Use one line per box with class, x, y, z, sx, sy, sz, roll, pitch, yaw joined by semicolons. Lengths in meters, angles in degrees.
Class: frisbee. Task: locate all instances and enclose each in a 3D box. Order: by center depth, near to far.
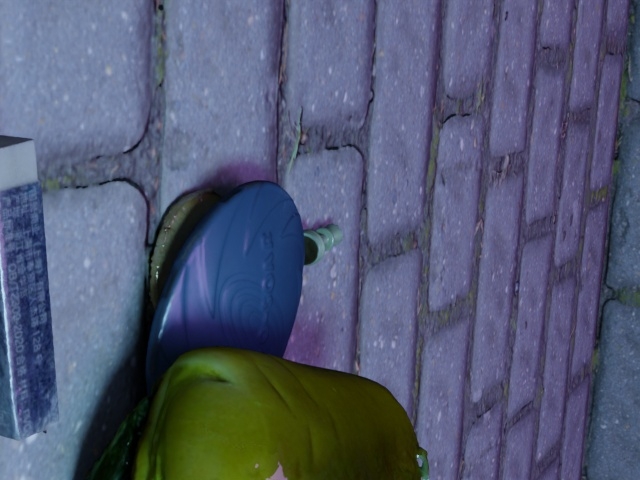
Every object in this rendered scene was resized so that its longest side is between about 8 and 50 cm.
frisbee;-0.076;0.082;1.099;0.289;0.049;0.289;-45;144;-48

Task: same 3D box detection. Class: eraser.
eraser;-0.240;0.032;0.769;0.046;0.092;0.212;-25;118;-56

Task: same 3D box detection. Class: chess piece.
chess piece;0.000;0.000;1.267;0.093;0.042;0.042;-28;123;-62

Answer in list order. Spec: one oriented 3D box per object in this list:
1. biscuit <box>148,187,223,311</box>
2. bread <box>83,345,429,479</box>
biscuit;-0.120;0.025;1.066;0.152;0.020;0.152;-27;121;-58
bread;-0.049;0.240;1.031;0.251;0.208;0.376;-58;149;5
